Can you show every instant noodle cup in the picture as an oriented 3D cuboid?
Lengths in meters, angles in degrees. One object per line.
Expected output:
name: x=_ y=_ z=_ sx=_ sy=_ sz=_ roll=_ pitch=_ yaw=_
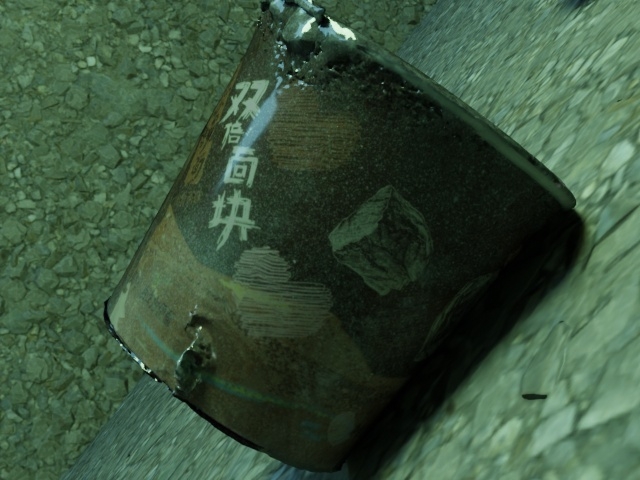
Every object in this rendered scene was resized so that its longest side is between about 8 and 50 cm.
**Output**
instant noodle cup: x=0.000 y=0.000 z=0.542 sx=0.207 sy=0.217 sz=0.217 roll=-56 pitch=7 yaw=6
